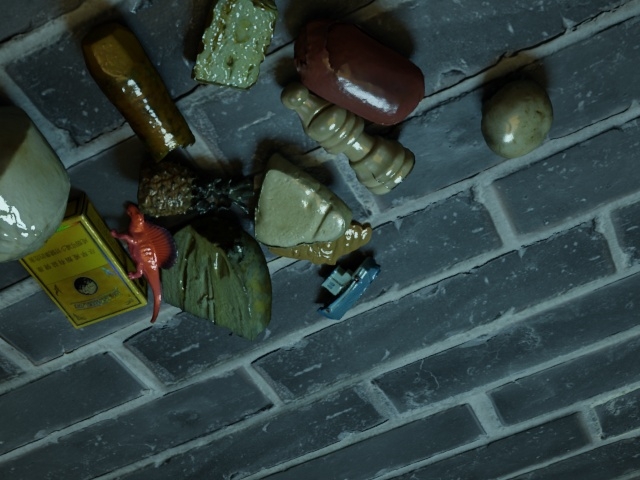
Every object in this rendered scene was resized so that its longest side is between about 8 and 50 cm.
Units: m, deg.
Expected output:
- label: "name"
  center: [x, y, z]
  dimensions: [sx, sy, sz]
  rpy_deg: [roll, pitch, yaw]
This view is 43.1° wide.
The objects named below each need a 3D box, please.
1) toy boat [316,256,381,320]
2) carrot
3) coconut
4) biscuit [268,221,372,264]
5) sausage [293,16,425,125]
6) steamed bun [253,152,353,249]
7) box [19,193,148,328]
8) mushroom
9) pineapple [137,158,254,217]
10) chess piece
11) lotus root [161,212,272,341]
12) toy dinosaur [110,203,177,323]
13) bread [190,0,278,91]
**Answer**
- label: "toy boat"
  center: [0.055, 0.111, 1.995]
  dimensions: [0.102, 0.088, 0.215]
  rpy_deg: [40, 122, 5]
- label: "carrot"
  center: [-0.349, -0.277, 1.570]
  dimensions: [0.114, 0.114, 0.302]
  rpy_deg: [-21, 131, 10]
- label: "coconut"
  center: [-0.643, -0.123, 1.547]
  dimensions: [0.328, 0.329, 0.329]
  rpy_deg: [-4, 131, -5]
- label: "biscuit"
  center: [0.000, 0.000, 1.915]
  dimensions: [0.250, 0.035, 0.162]
  rpy_deg: [-9, 127, 2]
- label: "sausage"
  center: [0.075, -0.325, 1.565]
  dimensions: [0.279, 0.152, 0.152]
  rpy_deg: [24, 123, -26]
- label: "steamed bun"
  center: [-0.033, -0.072, 1.790]
  dimensions: [0.212, 0.110, 0.231]
  rpy_deg: [21, 131, 4]
- label: "box"
  center: [-0.545, 0.054, 1.841]
  dimensions: [0.192, 0.084, 0.301]
  rpy_deg: [-19, 131, 9]
- label: "mushroom"
  center: [0.407, -0.256, 1.693]
  dimensions: [0.166, 0.127, 0.166]
  rpy_deg: [-20, 135, -22]
- label: "pineapple"
  center: [-0.264, -0.108, 1.725]
  dimensions: [0.248, 0.128, 0.128]
  rpy_deg: [3, 130, -17]
- label: "chess piece"
  center: [0.041, -0.222, 1.678]
  dimensions: [0.307, 0.139, 0.124]
  rpy_deg: [34, 100, -25]
- label: "lotus root"
  center: [-0.230, 0.052, 1.834]
  dimensions: [0.267, 0.149, 0.260]
  rpy_deg: [19, 128, 26]
- label: "toy dinosaur"
  center: [-0.366, 0.050, 1.823]
  dimensions: [0.138, 0.070, 0.286]
  rpy_deg: [-9, 108, 22]
- label: "bread"
  center: [-0.157, -0.384, 1.526]
  dimensions: [0.128, 0.088, 0.232]
  rpy_deg: [18, 133, -11]
